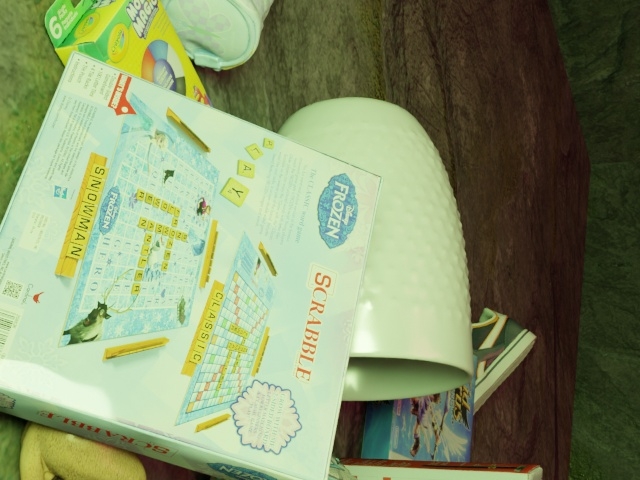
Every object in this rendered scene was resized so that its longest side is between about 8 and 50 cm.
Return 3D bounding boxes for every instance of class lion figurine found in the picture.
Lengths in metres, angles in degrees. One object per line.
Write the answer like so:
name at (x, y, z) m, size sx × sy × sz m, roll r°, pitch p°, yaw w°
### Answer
lion figurine at (-0.164, 0.136, 0.914) m, size 0.240 × 0.142 × 0.392 m, roll 65°, pitch 36°, yaw -26°

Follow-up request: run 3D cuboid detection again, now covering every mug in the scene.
mug at (0.000, 0.000, 1.178) m, size 0.374 × 0.276 × 0.328 m, roll 13°, pitch 67°, yaw -33°

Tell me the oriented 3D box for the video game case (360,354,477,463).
video game case at (0.170, 0.284, 1.646) m, size 0.244 × 0.061 × 0.270 m, roll 33°, pitch 57°, yaw -45°

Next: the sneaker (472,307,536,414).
sneaker at (0.269, 0.255, 1.875) m, size 0.321 × 0.127 × 0.126 m, roll -41°, pitch 159°, yaw -33°

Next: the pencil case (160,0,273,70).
pencil case at (-0.091, -0.322, 1.152) m, size 0.124 × 0.113 × 0.273 m, roll 74°, pitch 26°, yaw -48°

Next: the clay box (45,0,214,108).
clay box at (-0.184, -0.167, 1.001) m, size 0.127 × 0.053 × 0.222 m, roll -70°, pitch 148°, yaw -41°

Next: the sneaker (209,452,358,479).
sneaker at (-0.017, 0.274, 1.206) m, size 0.283 × 0.110 × 0.122 m, roll 30°, pitch 46°, yaw -45°

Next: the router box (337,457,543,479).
router box at (0.154, 0.475, 1.364) m, size 0.082 × 0.301 × 0.336 m, roll 10°, pitch 79°, yaw -65°

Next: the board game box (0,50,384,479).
board game box at (-0.120, 0.029, 0.869) m, size 0.318 × 0.066 × 0.319 m, roll 21°, pitch 59°, yaw -14°
